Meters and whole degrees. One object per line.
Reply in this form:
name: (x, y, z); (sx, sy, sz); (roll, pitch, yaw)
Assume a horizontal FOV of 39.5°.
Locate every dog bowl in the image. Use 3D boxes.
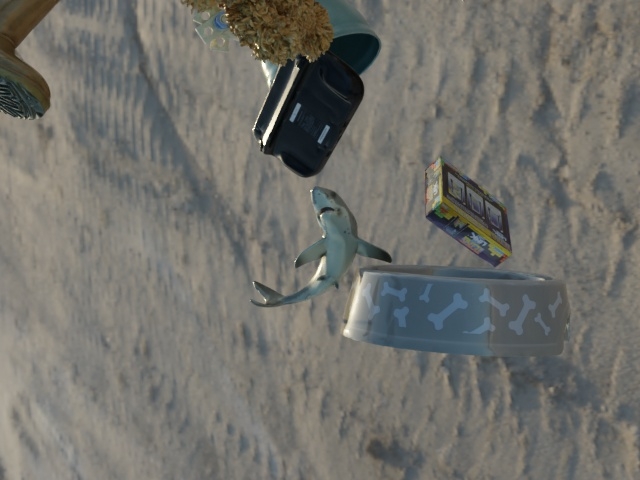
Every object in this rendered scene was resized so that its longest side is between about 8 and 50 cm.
dog bowl: (0.202, 0.095, 1.318); (0.348, 0.348, 0.102); (5, 93, 60)

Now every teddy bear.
teddy bear: (-0.070, -0.336, 1.093); (0.113, 0.338, 0.245); (0, 71, 30)

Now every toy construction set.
toy construction set: (-0.116, -0.437, 1.549); (0.327, 0.151, 0.215); (5, 110, 63)

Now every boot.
boot: (-0.391, -0.307, 1.206); (0.236, 0.270, 0.089); (23, 153, 19)

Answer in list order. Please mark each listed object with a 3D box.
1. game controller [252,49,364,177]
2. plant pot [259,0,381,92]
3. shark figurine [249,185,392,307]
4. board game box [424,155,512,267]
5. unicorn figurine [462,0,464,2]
game controller: (-0.029, -0.244, 1.705); (0.067, 0.166, 0.319); (-60, 2, -35)
plant pot: (-0.028, -0.487, 2.135); (0.196, 0.293, 0.293); (64, 146, 14)
shark figurine: (0.005, 0.021, 1.435); (0.278, 0.166, 0.116); (-56, 21, 38)
board game box: (0.260, -0.051, 1.580); (0.048, 0.170, 0.141); (-42, 24, 34)
unicorn figurine: (0.209, -0.423, 1.367); (0.060, 0.111, 0.162); (-34, 88, 37)
